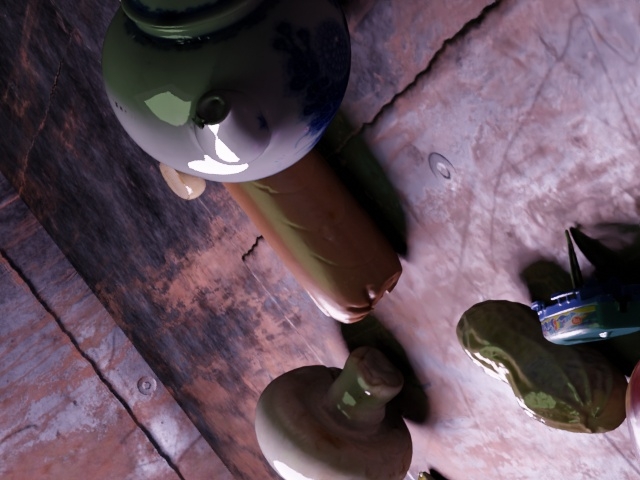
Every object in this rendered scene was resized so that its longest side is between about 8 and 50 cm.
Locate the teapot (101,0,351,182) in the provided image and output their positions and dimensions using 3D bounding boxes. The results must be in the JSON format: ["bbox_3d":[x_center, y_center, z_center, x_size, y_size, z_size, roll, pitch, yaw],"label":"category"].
[{"bbox_3d":[-0.102,-0.208,1.270,0.424,0.252,0.280,-99,-7,-47],"label":"teapot"}]

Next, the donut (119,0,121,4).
[{"bbox_3d":[-0.201,-0.300,1.505,0.235,0.089,0.235,63,175,10],"label":"donut"}]

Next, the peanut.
[{"bbox_3d":[0.229,0.131,1.343,0.214,0.098,0.090,38,165,40],"label":"peanut"}]

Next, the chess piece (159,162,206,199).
[{"bbox_3d":[-0.216,-0.103,1.999,0.083,0.038,0.084,44,156,25],"label":"chess piece"}]

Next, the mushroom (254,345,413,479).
[{"bbox_3d":[0.036,0.250,1.848,0.243,0.243,0.243,44,158,23],"label":"mushroom"}]

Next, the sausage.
[{"bbox_3d":[-0.022,-0.040,1.565,0.304,0.121,0.121,52,160,1],"label":"sausage"}]

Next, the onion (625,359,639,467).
[{"bbox_3d":[0.365,0.186,1.080,0.248,0.161,0.248,22,138,21],"label":"onion"}]

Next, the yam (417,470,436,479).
[{"bbox_3d":[0.218,0.466,1.922,0.259,0.106,0.106,40,156,26],"label":"yam"}]

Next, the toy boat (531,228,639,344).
[{"bbox_3d":[0.246,0.043,1.212,0.175,0.091,0.110,140,126,-73],"label":"toy boat"}]
